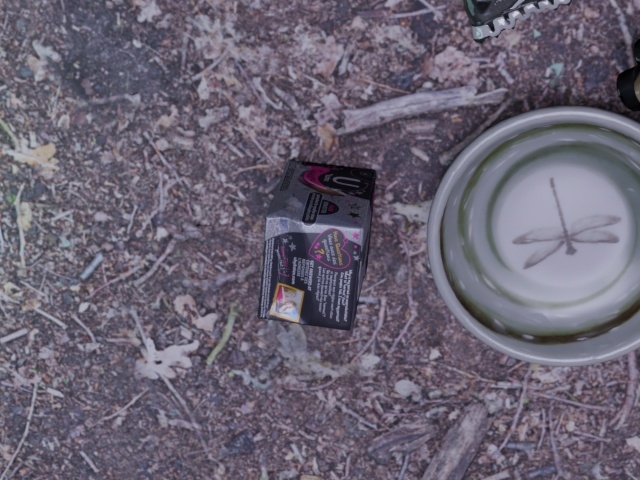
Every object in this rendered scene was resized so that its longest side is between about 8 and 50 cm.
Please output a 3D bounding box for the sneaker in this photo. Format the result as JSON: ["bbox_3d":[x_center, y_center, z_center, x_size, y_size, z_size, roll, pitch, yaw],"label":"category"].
[{"bbox_3d":[0.296,-0.365,1.911,0.234,0.078,0.106,-24,109,18],"label":"sneaker"}]

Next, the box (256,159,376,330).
[{"bbox_3d":[0.000,0.000,2.000,0.142,0.247,0.163,7,112,3],"label":"box"}]

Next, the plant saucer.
[{"bbox_3d":[0.356,-0.014,2.029,0.400,0.100,0.400,2,112,6],"label":"plant saucer"}]

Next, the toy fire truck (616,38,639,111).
[{"bbox_3d":[0.524,-0.185,1.892,0.246,0.217,0.158,48,138,-17],"label":"toy fire truck"}]
